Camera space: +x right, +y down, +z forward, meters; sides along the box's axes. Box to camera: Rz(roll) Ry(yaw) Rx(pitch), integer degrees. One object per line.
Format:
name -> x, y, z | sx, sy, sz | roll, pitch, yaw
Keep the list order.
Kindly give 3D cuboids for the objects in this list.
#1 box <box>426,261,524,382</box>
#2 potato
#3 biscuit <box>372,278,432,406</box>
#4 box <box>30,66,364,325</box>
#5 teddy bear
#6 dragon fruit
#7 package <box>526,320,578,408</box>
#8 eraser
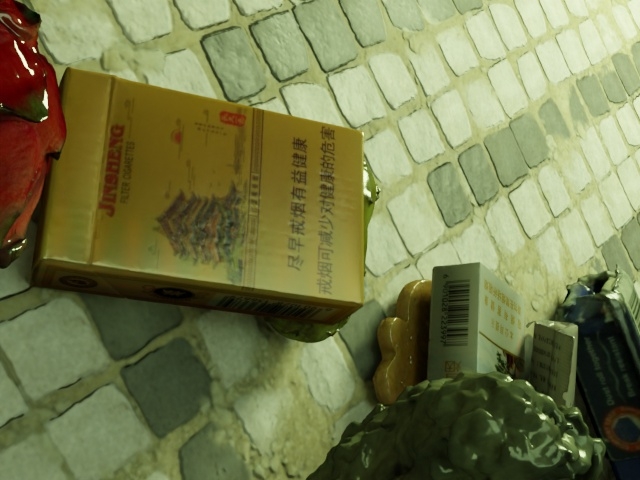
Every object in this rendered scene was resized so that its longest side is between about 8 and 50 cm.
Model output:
box -> 0.178, 0.158, 0.988 | 0.149, 0.067, 0.233 | 30, 59, -50
potato -> 0.000, 0.000, 0.887 | 0.117, 0.090, 0.226 | 37, 54, -29
biscuit -> 0.108, 0.121, 0.990 | 0.133, 0.027, 0.184 | 36, 54, -37
box -> -0.098, -0.033, 0.758 | 0.274, 0.076, 0.174 | 9, 66, -20
teddy bear -> 0.138, 0.308, 0.790 | 0.367, 0.224, 0.357 | 41, 94, -19
dragon fruit -> -0.270, -0.065, 0.580 | 0.192, 0.274, 0.193 | 21, 23, 6
package -> 0.266, 0.199, 1.018 | 0.251, 0.062, 0.204 | 10, 84, -75
eraser -> 0.424, 0.207, 1.196 | 0.155, 0.101, 0.332 | -29, 99, -61
